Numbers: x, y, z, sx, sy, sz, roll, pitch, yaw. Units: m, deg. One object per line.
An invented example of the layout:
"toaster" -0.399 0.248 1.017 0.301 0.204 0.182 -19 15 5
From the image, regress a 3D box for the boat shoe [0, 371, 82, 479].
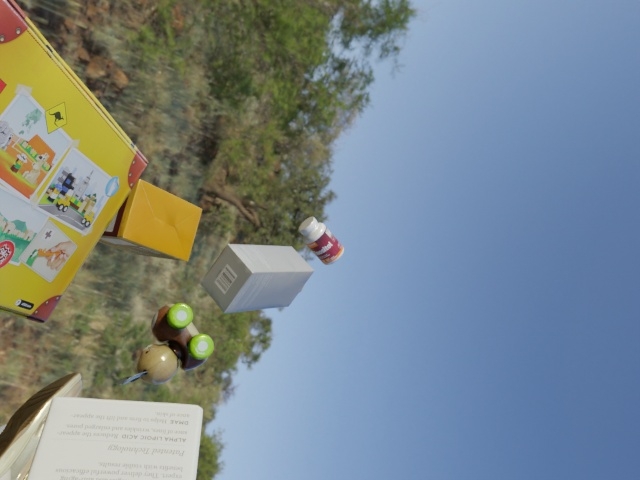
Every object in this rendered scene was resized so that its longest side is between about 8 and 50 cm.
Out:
"boat shoe" -0.567 0.389 1.137 0.109 0.098 0.302 -23 -159 20

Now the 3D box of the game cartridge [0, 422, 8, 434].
"game cartridge" -0.702 0.529 1.385 0.198 0.297 0.062 65 -25 20

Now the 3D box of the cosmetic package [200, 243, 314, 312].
"cosmetic package" -0.137 0.085 1.296 0.127 0.107 0.238 -53 155 18

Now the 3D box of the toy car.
"toy car" -0.342 0.237 1.181 0.188 0.149 0.155 -36 -177 -30

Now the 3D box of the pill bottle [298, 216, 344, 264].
"pill bottle" 0.000 0.000 1.812 0.086 0.152 0.086 -34 -157 17

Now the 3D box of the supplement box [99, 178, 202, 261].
"supplement box" -0.414 -0.046 1.282 0.194 0.191 0.129 5 -104 34

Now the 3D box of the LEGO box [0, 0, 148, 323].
"LEGO box" -0.523 -0.112 0.877 0.373 0.193 0.500 -62 168 -14

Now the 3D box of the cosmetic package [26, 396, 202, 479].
"cosmetic package" -0.203 0.275 0.554 0.184 0.151 0.151 -96 -164 -47
